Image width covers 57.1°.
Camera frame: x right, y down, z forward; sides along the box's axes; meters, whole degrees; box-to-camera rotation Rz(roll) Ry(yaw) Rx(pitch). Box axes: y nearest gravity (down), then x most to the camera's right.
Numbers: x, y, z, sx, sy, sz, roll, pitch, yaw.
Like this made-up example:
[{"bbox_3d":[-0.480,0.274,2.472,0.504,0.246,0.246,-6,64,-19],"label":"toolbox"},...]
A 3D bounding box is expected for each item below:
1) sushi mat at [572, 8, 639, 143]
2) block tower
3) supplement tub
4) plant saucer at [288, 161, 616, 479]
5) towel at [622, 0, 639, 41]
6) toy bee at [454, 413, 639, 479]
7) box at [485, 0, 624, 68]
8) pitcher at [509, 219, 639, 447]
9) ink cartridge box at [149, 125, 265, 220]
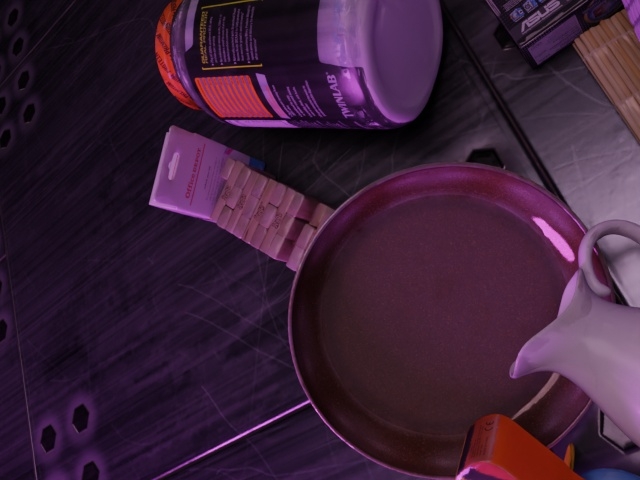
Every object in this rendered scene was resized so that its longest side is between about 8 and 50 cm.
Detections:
[{"bbox_3d":[0.378,-0.117,0.544,0.152,0.019,0.316,-32,64,24],"label":"sushi mat"},{"bbox_3d":[0.000,0.000,0.738,0.336,0.091,0.097,30,97,36],"label":"block tower"},{"bbox_3d":[-0.037,-0.247,0.745,0.338,0.207,0.206,10,86,35],"label":"supplement tub"},{"bbox_3d":[0.125,0.078,0.582,0.311,0.050,0.310,0,96,3],"label":"plant saucer"},{"bbox_3d":[0.277,-0.258,0.425,0.122,0.284,0.234,-21,90,24],"label":"towel"},{"bbox_3d":[0.223,0.281,0.485,0.298,0.195,0.162,44,131,22],"label":"toy bee"},{"bbox_3d":[0.289,-0.354,0.632,0.270,0.060,0.216,-35,62,24],"label":"box"},{"bbox_3d":[0.292,0.089,0.489,0.207,0.125,0.177,28,81,20],"label":"pitcher"},{"bbox_3d":[-0.166,-0.085,0.815,0.062,0.181,0.104,10,86,36],"label":"ink cartridge box"}]
